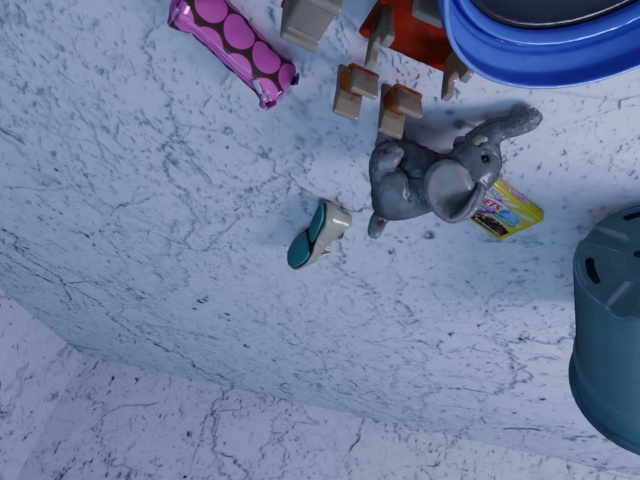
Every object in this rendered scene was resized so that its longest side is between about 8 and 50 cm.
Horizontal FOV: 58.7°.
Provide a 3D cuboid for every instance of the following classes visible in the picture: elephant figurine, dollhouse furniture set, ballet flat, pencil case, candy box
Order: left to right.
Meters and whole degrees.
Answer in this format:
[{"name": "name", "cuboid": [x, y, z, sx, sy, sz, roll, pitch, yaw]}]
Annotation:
[{"name": "pencil case", "cuboid": [-0.132, -0.290, 0.849, 0.209, 0.098, 0.095, 37, 144, -26]}, {"name": "ballet flat", "cuboid": [0.000, 0.000, 1.253, 0.086, 0.086, 0.248, 25, 147, -10]}, {"name": "dollhouse furniture set", "cuboid": [0.085, -0.291, 0.746, 0.259, 0.135, 0.262, 17, 150, -20]}, {"name": "elephant figurine", "cuboid": [0.204, -0.102, 0.896, 0.240, 0.169, 0.186, 10, 145, 17]}, {"name": "candy box", "cuboid": [0.293, -0.076, 1.027, 0.206, 0.027, 0.105, 32, 143, -20]}]

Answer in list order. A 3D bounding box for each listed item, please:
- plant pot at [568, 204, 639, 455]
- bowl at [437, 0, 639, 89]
[{"name": "plant pot", "cuboid": [0.579, 0.137, 0.957, 0.341, 0.341, 0.334, -3, 134, 31]}, {"name": "bowl", "cuboid": [0.285, -0.296, 0.498, 0.391, 0.077, 0.391, -11, 153, -6]}]
